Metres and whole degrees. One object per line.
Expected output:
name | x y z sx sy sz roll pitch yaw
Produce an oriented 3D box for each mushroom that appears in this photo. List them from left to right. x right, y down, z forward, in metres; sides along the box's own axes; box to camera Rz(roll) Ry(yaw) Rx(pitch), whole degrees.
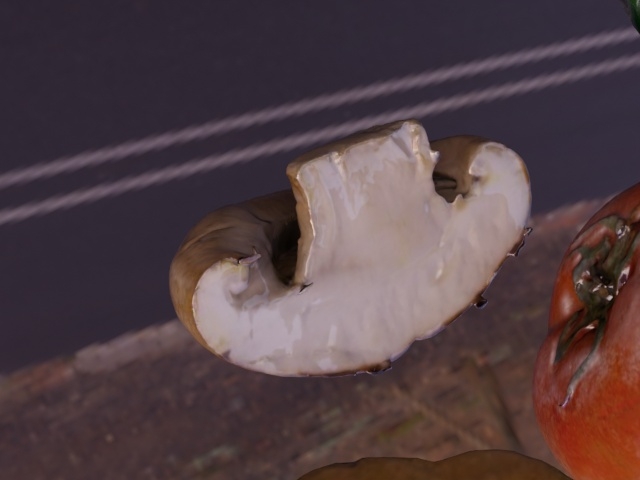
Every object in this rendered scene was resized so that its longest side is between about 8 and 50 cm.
mushroom | 0.000 0.000 1.140 0.285 0.156 0.151 -21 -160 -32

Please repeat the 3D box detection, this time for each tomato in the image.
tomato | 0.203 0.053 1.047 0.095 0.237 0.237 20 152 -11

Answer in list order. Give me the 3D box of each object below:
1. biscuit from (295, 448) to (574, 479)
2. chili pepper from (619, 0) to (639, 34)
biscuit | 0.012 0.144 0.395 0.181 0.208 0.049 -9 134 2
chili pepper | 0.143 -0.121 0.688 0.062 0.108 0.216 -58 -168 24
